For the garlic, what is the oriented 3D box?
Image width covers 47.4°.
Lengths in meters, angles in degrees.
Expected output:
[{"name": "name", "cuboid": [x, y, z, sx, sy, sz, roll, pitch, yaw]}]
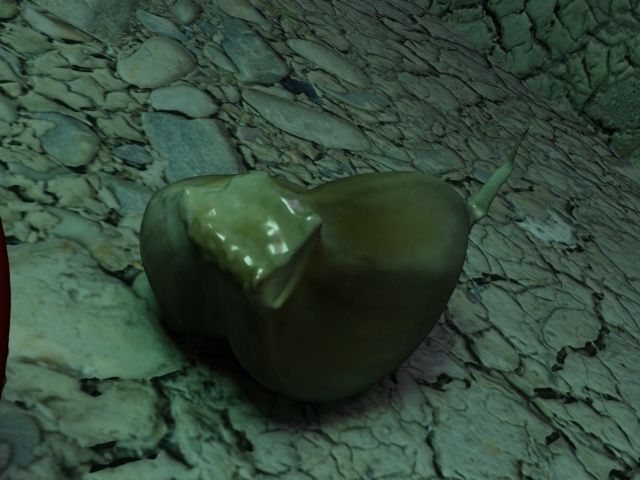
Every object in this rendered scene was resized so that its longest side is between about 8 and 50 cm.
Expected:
[{"name": "garlic", "cuboid": [0.000, 0.000, 0.675, 0.339, 0.246, 0.231, -22, 43, -39]}]

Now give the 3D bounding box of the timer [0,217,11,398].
[{"name": "timer", "cuboid": [-0.331, 0.040, 0.299, 0.377, 0.279, 0.378, 20, 34, -15]}]
